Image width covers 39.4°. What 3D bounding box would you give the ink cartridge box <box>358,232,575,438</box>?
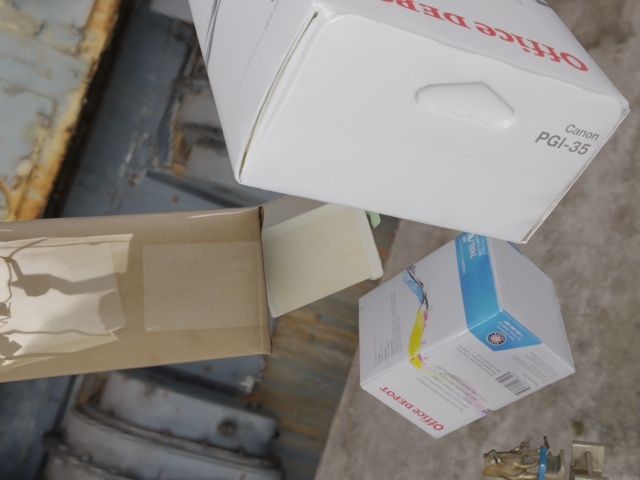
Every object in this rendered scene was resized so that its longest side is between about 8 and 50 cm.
[{"bbox_3d":[0.222,0.148,1.429,0.270,0.198,0.197,-34,35,28],"label":"ink cartridge box"}]

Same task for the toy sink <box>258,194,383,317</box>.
[{"bbox_3d":[0.000,0.000,1.272,0.153,0.234,0.131,26,137,67],"label":"toy sink"}]

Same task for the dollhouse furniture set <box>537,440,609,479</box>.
[{"bbox_3d":[0.248,0.321,0.991,0.183,0.129,0.129,-51,-37,-68],"label":"dollhouse furniture set"}]

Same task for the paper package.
[{"bbox_3d":[-0.242,0.061,1.056,0.309,0.325,0.168,167,98,-75],"label":"paper package"}]

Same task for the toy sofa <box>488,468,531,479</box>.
[{"bbox_3d":[0.312,0.456,1.170,0.177,0.150,0.362,-38,20,-6],"label":"toy sofa"}]

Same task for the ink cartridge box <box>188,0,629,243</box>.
[{"bbox_3d":[0.031,-0.144,0.573,0.117,0.207,0.283,-60,32,34],"label":"ink cartridge box"}]

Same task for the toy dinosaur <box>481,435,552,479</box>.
[{"bbox_3d":[0.252,0.290,1.139,0.093,0.183,0.053,-19,50,10],"label":"toy dinosaur"}]
